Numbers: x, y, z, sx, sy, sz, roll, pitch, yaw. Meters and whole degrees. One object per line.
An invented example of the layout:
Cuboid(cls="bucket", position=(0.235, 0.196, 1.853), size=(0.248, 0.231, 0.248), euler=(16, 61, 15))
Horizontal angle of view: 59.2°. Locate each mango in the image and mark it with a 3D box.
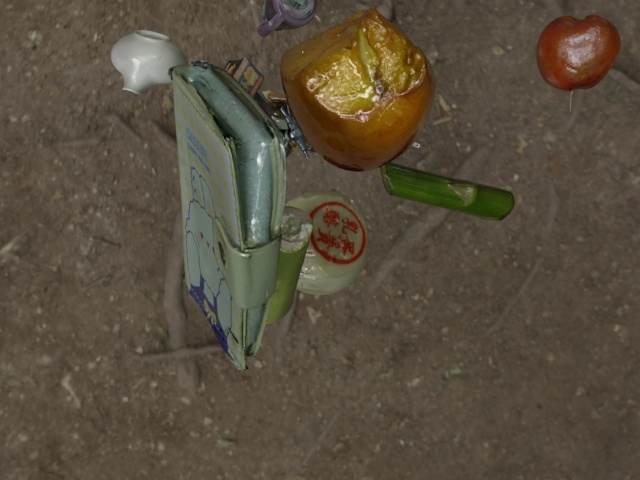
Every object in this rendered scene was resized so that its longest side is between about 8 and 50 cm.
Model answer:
Cuboid(cls="mango", position=(0.039, -0.198, 0.773), size=(0.201, 0.350, 0.199), euler=(14, 95, -5))

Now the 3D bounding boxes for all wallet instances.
Cuboid(cls="wallet", position=(-0.114, -0.022, 0.655), size=(0.077, 0.223, 0.310), euler=(-15, 131, -27))

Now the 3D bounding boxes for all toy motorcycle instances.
Cuboid(cls="toy motorcycle", position=(-0.125, -0.252, 1.146), size=(0.263, 0.157, 0.091), euler=(41, 69, -42))

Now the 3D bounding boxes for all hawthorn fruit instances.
Cuboid(cls="hawthorn fruit", position=(0.402, -0.294, 0.895), size=(0.125, 0.125, 0.140), euler=(-6, 136, -10))

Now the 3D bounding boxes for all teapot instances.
Cuboid(cls="teapot", position=(-0.089, -0.557, 1.386), size=(0.116, 0.146, 0.148), euler=(13, 86, -30))
Cuboid(cls="teapot", position=(-0.330, -0.361, 1.109), size=(0.145, 0.226, 0.092), euler=(19, 119, 0))

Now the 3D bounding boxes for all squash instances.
Cuboid(cls="squash", position=(-0.069, 0.051, 0.851), size=(0.083, 0.083, 0.250), euler=(1, 144, -14))

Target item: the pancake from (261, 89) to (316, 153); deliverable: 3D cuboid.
Cuboid(cls="pancake", position=(-0.061, -0.252, 1.370), size=(0.266, 0.057, 0.244), euler=(38, 137, -22))

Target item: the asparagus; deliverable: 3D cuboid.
Cuboid(cls="asparagus", position=(0.215, -0.081, 0.965), size=(0.277, 0.067, 0.060), euler=(10, 91, -22))

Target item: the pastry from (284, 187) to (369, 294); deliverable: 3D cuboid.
Cuboid(cls="pastry", position=(-0.001, 0.002, 1.337), size=(0.264, 0.265, 0.133), euler=(13, 160, -21))

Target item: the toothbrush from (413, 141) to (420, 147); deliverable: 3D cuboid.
Cuboid(cls="toothbrush", position=(0.183, -0.262, 1.392), size=(0.017, 0.162, 0.014), euler=(-9, 124, -43))
